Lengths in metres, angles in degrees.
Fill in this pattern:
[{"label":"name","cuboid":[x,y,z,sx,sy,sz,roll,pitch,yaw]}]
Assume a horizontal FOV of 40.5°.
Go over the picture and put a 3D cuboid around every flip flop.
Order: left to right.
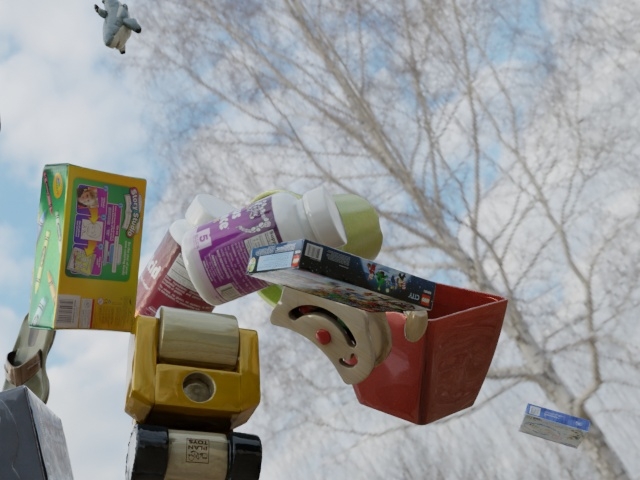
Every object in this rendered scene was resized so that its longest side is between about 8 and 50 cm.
[{"label":"flip flop","cuboid":[-0.640,0.265,1.882,0.112,0.277,0.080,-4,-30,12]}]

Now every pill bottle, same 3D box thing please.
[{"label":"pill bottle","cuboid":[-0.357,0.082,2.390,0.224,0.224,0.392,14,-66,-53]},{"label":"pill bottle","cuboid":[-0.107,0.004,1.717,0.301,0.169,0.169,-22,-26,10]}]

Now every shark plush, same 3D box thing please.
[{"label":"shark plush","cuboid":[-0.381,-0.419,1.585,0.067,0.161,0.073,-1,-16,-44]}]

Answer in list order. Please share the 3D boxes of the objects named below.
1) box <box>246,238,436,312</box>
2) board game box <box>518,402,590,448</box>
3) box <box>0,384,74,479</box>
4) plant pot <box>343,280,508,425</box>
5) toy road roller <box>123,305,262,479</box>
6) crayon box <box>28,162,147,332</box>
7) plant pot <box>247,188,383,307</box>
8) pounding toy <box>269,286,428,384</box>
[{"label":"box","cuboid":[0.029,0.057,1.278,0.233,0.044,0.159,19,-15,-28]},{"label":"board game box","cuboid":[0.340,0.272,1.270,0.090,0.020,0.090,15,-27,12]},{"label":"box","cuboid":[-0.445,0.326,1.235,0.143,0.165,0.270,-15,-19,-12]},{"label":"plant pot","cuboid":[0.199,0.228,1.792,0.267,0.267,0.236,-8,-76,-44]},{"label":"toy road roller","cuboid":[-0.226,0.295,1.420,0.202,0.330,0.240,10,-36,-19]},{"label":"crayon box","cuboid":[-0.398,0.017,1.497,0.081,0.278,0.165,0,-6,40]},{"label":"plant pot","cuboid":[0.000,0.000,1.964,0.254,0.276,0.276,-18,-26,-48]},{"label":"pounding toy","cuboid":[0.061,0.145,1.538,0.155,0.269,0.154,-33,-44,-52]}]
